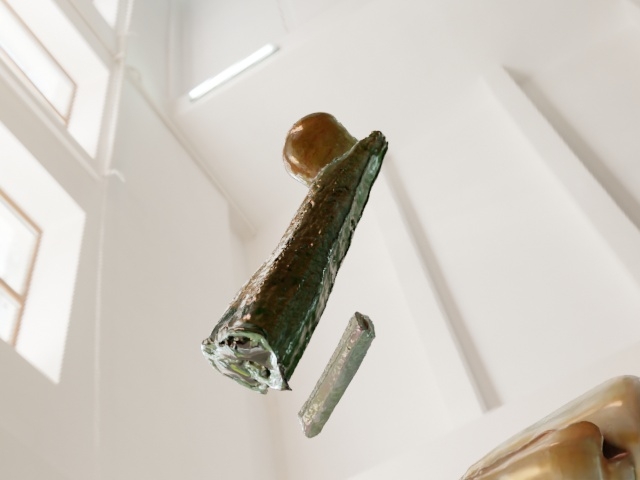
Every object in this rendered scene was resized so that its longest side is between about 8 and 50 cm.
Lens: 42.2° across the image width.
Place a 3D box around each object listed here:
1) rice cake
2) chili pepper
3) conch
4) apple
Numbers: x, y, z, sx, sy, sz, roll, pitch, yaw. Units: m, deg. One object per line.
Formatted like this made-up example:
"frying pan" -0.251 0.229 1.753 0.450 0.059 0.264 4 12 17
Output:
"rice cake" 0.019 0.195 1.173 0.211 0.034 0.043 -63 -148 23
"chili pepper" 0.000 0.000 0.594 0.088 0.059 0.227 -28 -153 57
"conch" 0.204 0.213 0.686 0.255 0.127 0.158 -40 168 28
"apple" 0.004 -0.083 0.801 0.071 0.084 0.084 -54 -147 9
